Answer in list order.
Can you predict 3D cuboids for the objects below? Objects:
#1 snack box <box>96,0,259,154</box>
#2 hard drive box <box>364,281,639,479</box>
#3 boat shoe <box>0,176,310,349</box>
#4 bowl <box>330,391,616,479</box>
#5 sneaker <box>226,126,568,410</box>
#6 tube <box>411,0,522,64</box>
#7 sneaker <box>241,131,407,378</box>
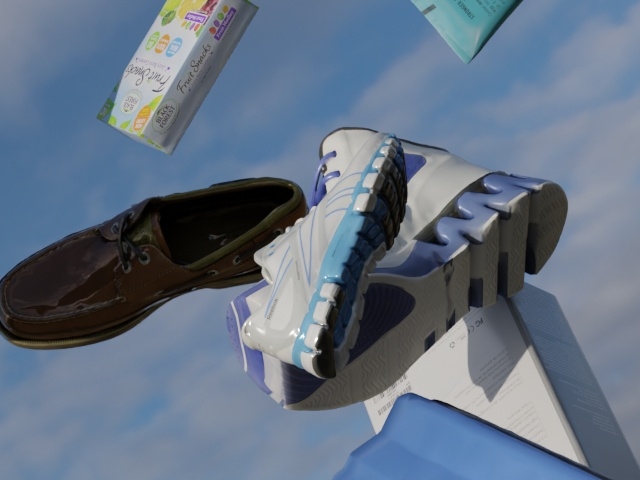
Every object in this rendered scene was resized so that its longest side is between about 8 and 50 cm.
[{"bbox_3d":[-0.119,-0.146,1.317,0.037,0.100,0.141,32,-94,-30],"label":"snack box"},{"bbox_3d":[0.152,0.174,1.346,0.089,0.232,0.181,22,-55,-40],"label":"hard drive box"},{"bbox_3d":[-0.159,0.006,1.468,0.307,0.111,0.104,-21,-23,-12],"label":"boat shoe"},{"bbox_3d":[0.189,0.182,0.760,0.077,0.391,0.391,-64,-21,-4],"label":"bowl"},{"bbox_3d":[0.032,0.008,1.296,0.315,0.182,0.128,-27,-47,-33],"label":"sneaker"},{"bbox_3d":[0.136,-0.203,0.937,0.207,0.080,0.052,-43,12,5],"label":"tube"},{"bbox_3d":[0.000,0.000,1.088,0.191,0.082,0.071,-65,-29,-29],"label":"sneaker"}]
